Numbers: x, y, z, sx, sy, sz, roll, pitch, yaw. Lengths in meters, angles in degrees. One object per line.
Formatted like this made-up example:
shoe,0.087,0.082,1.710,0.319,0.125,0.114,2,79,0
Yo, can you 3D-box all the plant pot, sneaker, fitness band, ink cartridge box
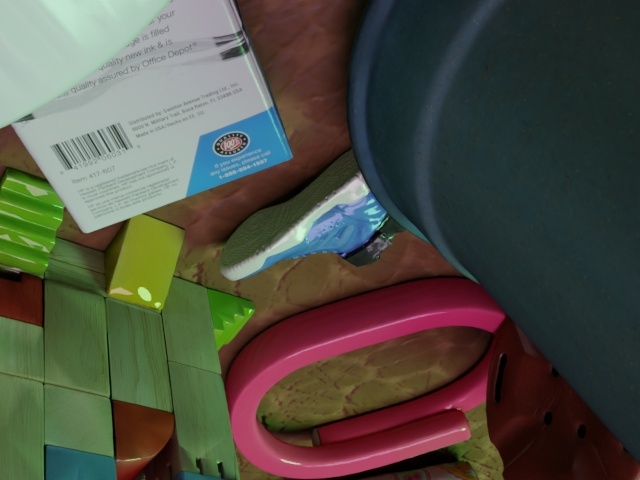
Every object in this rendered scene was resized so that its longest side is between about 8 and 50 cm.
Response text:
plant pot,0.228,-0.030,0.543,0.341,0.334,0.341,-11,130,-14
sneaker,0.000,0.000,0.727,0.152,0.058,0.084,-36,124,9
fitness band,0.054,0.132,0.879,0.291,0.054,0.209,-17,133,-2
ink cartridge box,-0.120,-0.120,0.555,0.148,0.086,0.203,-19,135,2
plant pot,0.306,0.145,0.802,0.265,0.272,0.272,9,130,-26

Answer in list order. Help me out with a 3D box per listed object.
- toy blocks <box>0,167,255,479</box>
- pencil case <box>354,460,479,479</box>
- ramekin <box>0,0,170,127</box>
toy blocks,-0.207,0.114,0.631,0.381,0.260,0.190,21,124,-32
pencil case,0.049,0.321,1.008,0.284,0.124,0.124,-9,135,-7
ramekin,-0.165,-0.166,0.374,0.277,0.277,0.135,-26,142,9
